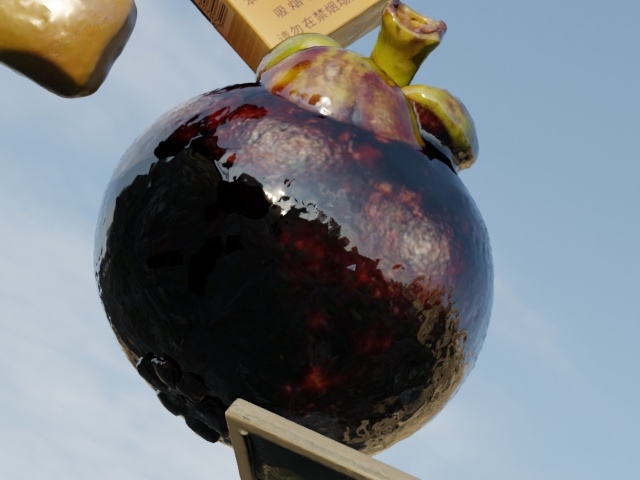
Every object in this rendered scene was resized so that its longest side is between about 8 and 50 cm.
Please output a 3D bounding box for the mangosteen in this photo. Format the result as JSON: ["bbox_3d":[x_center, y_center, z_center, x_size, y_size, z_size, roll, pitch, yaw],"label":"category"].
[{"bbox_3d":[-0.012,0.007,1.204,0.297,0.313,0.297,10,-51,13],"label":"mangosteen"}]

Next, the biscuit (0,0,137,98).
[{"bbox_3d":[-0.223,-0.254,1.172,0.291,0.237,0.062,32,-9,13],"label":"biscuit"}]

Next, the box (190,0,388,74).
[{"bbox_3d":[-0.059,-0.271,1.574,0.237,0.152,0.070,50,-25,10],"label":"box"}]

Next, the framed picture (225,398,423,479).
[{"bbox_3d":[0.019,0.075,0.392,0.089,0.006,0.066,21,-38,26],"label":"framed picture"}]
